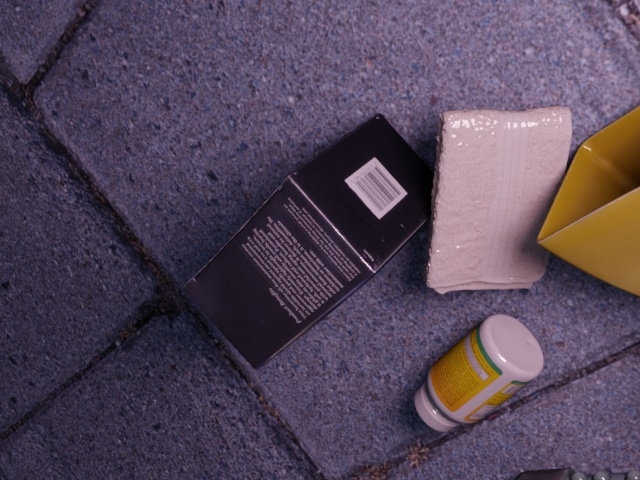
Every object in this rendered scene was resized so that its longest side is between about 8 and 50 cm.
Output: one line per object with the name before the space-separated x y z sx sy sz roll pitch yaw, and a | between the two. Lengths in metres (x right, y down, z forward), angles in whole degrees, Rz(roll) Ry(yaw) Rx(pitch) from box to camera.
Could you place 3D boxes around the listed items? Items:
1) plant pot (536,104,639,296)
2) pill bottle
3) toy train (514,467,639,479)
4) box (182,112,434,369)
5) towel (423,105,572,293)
plant pot | 0.434 -0.045 1.081 0.187 0.212 0.212 40 144 -8
pill bottle | 0.244 0.218 1.388 0.117 0.117 0.208 44 127 5
toy train | 0.454 0.453 1.371 0.334 0.142 0.190 -14 95 35
box | 0.000 0.000 1.318 0.182 0.296 0.294 49 129 1
towel | 0.247 -0.053 1.238 0.187 0.049 0.282 -3 117 -8
